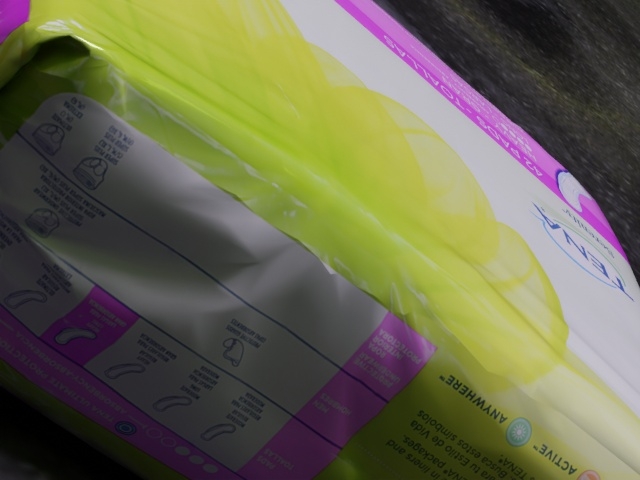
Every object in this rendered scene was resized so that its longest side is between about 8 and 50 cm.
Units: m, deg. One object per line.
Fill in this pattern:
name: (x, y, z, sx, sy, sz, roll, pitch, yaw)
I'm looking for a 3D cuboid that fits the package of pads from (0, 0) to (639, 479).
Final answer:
package of pads: (0.000, 0.000, 0.555, 0.296, 0.101, 0.229, 37, 22, -27)
